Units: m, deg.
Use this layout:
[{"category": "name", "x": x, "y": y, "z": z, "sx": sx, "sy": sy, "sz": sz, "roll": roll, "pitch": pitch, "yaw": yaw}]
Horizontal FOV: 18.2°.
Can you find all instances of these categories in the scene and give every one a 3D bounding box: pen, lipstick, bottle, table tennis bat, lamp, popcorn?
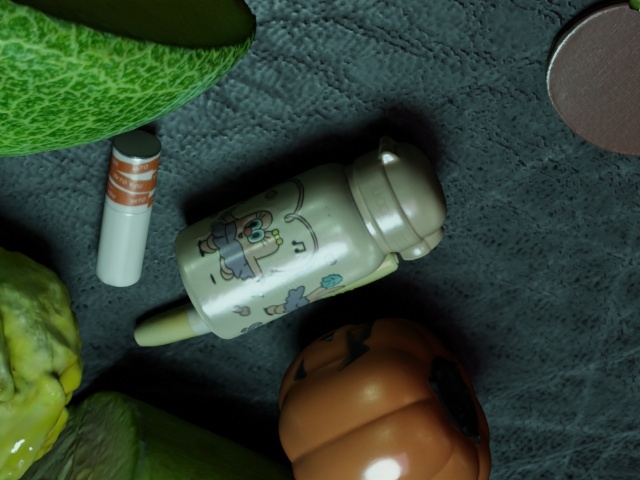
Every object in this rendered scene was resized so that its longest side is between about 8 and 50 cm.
[{"category": "pen", "x": -0.046, "y": 0.043, "z": 1.642, "sx": 0.233, "sy": 0.040, "sz": 0.032, "roll": -16, "pitch": 128, "yaw": 12}, {"category": "lipstick", "x": -0.152, "y": -0.024, "z": 1.569, "sx": 0.038, "sy": 0.038, "sz": 0.131, "roll": 5, "pitch": 128, "yaw": -11}, {"category": "bottle", "x": 0.000, "y": 0.000, "z": 1.568, "sx": 0.209, "sy": 0.097, "sz": 0.110, "roll": -24, "pitch": 119, "yaw": 12}, {"category": "table tennis bat", "x": 0.273, "y": -0.111, "z": 1.563, "sx": 0.220, "sy": 0.019, "sz": 0.130, "roll": 30, "pitch": 119, "yaw": -26}, {"category": "lamp", "x": 0.046, "y": 0.160, "z": 1.651, "sx": 0.164, "sy": 0.188, "sz": 0.187, "roll": -30, "pitch": 126, "yaw": 20}, {"category": "popcorn", "x": -0.287, "y": 0.116, "z": 1.546, "sx": 0.233, "sy": 0.192, "sz": 0.266, "roll": -24, "pitch": 162, "yaw": -13}]

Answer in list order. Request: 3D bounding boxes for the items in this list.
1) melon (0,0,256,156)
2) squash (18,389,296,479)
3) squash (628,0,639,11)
[{"category": "melon", "x": -0.212, "y": -0.153, "z": 1.336, "sx": 0.343, "sy": 0.226, "sz": 0.331, "roll": 18, "pitch": 158, "yaw": -26}, {"category": "squash", "x": -0.086, "y": 0.277, "z": 1.695, "sx": 0.309, "sy": 0.234, "sz": 0.210, "roll": 31, "pitch": 120, "yaw": -28}, {"category": "squash", "x": 0.321, "y": -0.289, "z": 1.424, "sx": 0.260, "sy": 0.189, "sz": 0.189, "roll": -40, "pitch": 131, "yaw": -20}]
